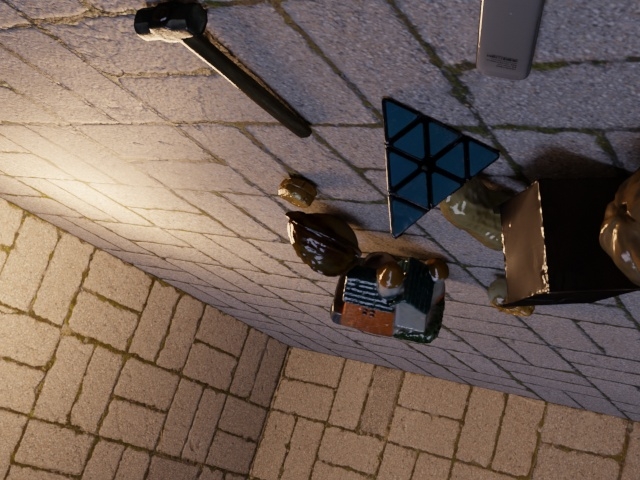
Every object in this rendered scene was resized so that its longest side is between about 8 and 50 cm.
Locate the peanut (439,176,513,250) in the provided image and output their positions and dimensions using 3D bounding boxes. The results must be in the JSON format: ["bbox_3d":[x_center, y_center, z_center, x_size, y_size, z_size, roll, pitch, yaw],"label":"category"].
[{"bbox_3d":[0.273,-0.052,1.423,0.214,0.090,0.099,27,155,-34],"label":"peanut"}]

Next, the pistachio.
[{"bbox_3d":[0.000,0.000,1.854,0.210,0.130,0.165,38,160,-33],"label":"pistachio"}]

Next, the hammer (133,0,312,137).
[{"bbox_3d":[-0.125,-0.246,1.281,0.111,0.043,0.365,6,163,36],"label":"hammer"}]

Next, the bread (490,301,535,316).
[{"bbox_3d":[0.465,0.152,2.025,0.083,0.044,0.111,31,163,-36],"label":"bread"}]

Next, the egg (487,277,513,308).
[{"bbox_3d":[0.427,0.121,1.912,0.083,0.071,0.071,12,170,-30],"label":"egg"}]

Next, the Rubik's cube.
[{"bbox_3d":[0.118,-0.155,1.298,0.190,0.211,0.178,37,163,54],"label":"Rubik's cube"}]

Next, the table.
[{"bbox_3d":[0.384,0.008,1.281,0.173,0.169,0.193,-1,169,-9],"label":"table"}]

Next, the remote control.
[{"bbox_3d":[0.207,-0.253,0.904,0.067,0.029,0.261,14,163,13],"label":"remote control"}]

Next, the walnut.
[{"bbox_3d":[0.495,-0.015,1.103,0.245,0.198,0.198,15,166,-14],"label":"walnut"}]

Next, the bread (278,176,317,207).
[{"bbox_3d":[-0.047,-0.099,1.706,0.081,0.046,0.083,21,168,10],"label":"bread"}]

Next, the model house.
[{"bbox_3d":[0.169,0.090,1.937,0.272,0.190,0.300,13,154,7],"label":"model house"}]
